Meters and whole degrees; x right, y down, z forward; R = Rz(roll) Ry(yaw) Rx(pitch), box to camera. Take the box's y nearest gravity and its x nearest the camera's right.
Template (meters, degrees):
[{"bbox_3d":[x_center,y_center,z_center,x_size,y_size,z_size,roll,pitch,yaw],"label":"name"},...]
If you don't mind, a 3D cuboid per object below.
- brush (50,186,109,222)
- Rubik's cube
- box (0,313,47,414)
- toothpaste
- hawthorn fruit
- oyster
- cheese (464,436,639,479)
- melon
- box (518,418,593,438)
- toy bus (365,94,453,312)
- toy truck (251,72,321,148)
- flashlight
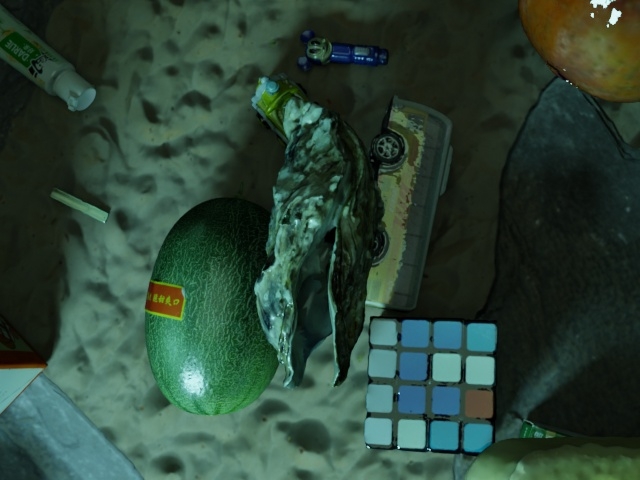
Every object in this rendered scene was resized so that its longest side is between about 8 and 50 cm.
[{"bbox_3d":[-0.324,-0.048,1.260,0.083,0.013,0.016,25,90,0],"label":"brush"},{"bbox_3d":[0.133,0.171,1.120,0.151,0.155,0.154,3,82,7],"label":"Rubik's cube"},{"bbox_3d":[-0.567,0.168,1.086,0.257,0.349,0.318,42,89,9],"label":"box"},{"bbox_3d":[-0.433,-0.283,1.285,0.314,0.056,0.058,37,47,12],"label":"toothpaste"},{"bbox_3d":[0.372,-0.324,1.093,0.276,0.307,0.276,-3,69,8],"label":"hawthorn fruit"},{"bbox_3d":[0.000,-0.006,1.064,0.158,0.162,0.351,1,74,-14],"label":"oyster"},{"bbox_3d":[0.309,0.338,1.015,0.384,0.104,0.384,0,90,-17],"label":"cheese"},{"bbox_3d":[-0.120,0.069,1.142,0.182,0.182,0.288,10,83,6],"label":"melon"},{"bbox_3d":[0.288,0.330,1.125,0.135,0.081,0.199,15,87,6],"label":"box"},{"bbox_3d":[0.099,-0.043,1.185,0.106,0.092,0.268,12,84,-2],"label":"toy bus"},{"bbox_3d":[-0.044,-0.172,1.218,0.076,0.077,0.111,-42,81,-1],"label":"toy truck"},{"bbox_3d":[0.030,-0.250,1.242,0.121,0.035,0.057,7,83,6],"label":"flashlight"}]
